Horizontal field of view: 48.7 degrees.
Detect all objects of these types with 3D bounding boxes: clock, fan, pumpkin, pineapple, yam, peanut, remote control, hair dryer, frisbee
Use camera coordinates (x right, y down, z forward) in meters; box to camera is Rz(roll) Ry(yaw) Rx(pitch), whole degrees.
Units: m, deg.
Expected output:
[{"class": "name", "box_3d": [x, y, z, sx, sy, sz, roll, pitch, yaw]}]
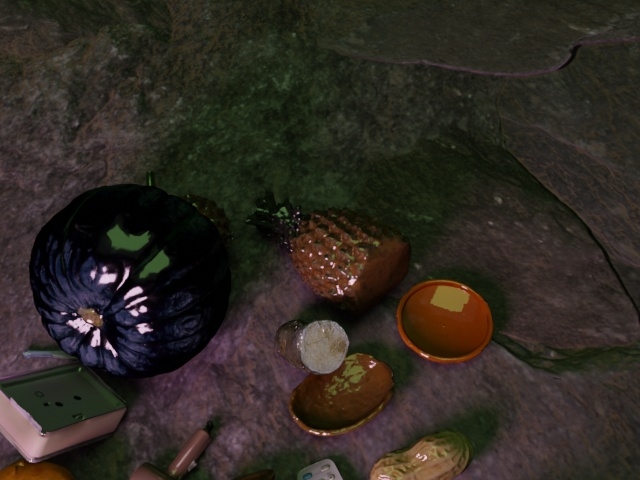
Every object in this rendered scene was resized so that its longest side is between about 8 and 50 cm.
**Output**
[{"class": "clock", "box_3d": [-0.452, 0.288, 1.220, 0.147, 0.071, 0.192, 35, 16, 22]}, {"class": "fan", "box_3d": [-0.479, 0.221, 1.371, 0.193, 0.016, 0.038, 2, 46, 0]}, {"class": "pumpkin", "box_3d": [-0.338, 0.077, 1.273, 0.363, 0.363, 0.266, 16, 31, 11]}, {"class": "pineapple", "box_3d": [0.000, 0.000, 1.434, 0.362, 0.202, 0.202, 31, 59, 29]}, {"class": "yam", "box_3d": [-0.020, 0.192, 1.304, 0.107, 0.183, 0.107, 1, 86, -20]}, {"class": "peanut", "box_3d": [0.174, 0.382, 1.206, 0.194, 0.093, 0.083, -18, 69, -16]}, {"class": "pineapple", "box_3d": [-0.259, -0.024, 1.469, 0.166, 0.166, 0.193, 5, 41, 4]}, {"class": "remote control", "box_3d": [0.032, 0.472, 1.170, 0.073, 0.044, 0.229, -23, 48, -10]}, {"class": "hair dryer", "box_3d": [-0.235, 0.389, 1.223, 0.117, 0.064, 0.182, 25, 52, 17]}, {"class": "frisbee", "box_3d": [0.245, 0.162, 1.402, 0.192, 0.035, 0.192, 0, 52, 0]}]

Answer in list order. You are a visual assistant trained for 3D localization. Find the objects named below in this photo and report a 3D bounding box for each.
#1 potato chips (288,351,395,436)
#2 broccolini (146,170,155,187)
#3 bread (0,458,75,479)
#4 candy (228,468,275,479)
[{"class": "potato chips", "box_3d": [0.044, 0.287, 1.302, 0.201, 0.049, 0.150, -38, 56, -22]}, {"class": "broccolini", "box_3d": [-0.378, -0.060, 1.512, 0.062, 0.123, 0.271, 2, 53, -12]}, {"class": "bread", "box_3d": [-0.477, 0.484, 1.099, 0.268, 0.146, 0.268, -2, 51, 3]}, {"class": "candy", "box_3d": [-0.112, 0.508, 1.111, 0.143, 0.101, 0.271, -9, 60, -13]}]
